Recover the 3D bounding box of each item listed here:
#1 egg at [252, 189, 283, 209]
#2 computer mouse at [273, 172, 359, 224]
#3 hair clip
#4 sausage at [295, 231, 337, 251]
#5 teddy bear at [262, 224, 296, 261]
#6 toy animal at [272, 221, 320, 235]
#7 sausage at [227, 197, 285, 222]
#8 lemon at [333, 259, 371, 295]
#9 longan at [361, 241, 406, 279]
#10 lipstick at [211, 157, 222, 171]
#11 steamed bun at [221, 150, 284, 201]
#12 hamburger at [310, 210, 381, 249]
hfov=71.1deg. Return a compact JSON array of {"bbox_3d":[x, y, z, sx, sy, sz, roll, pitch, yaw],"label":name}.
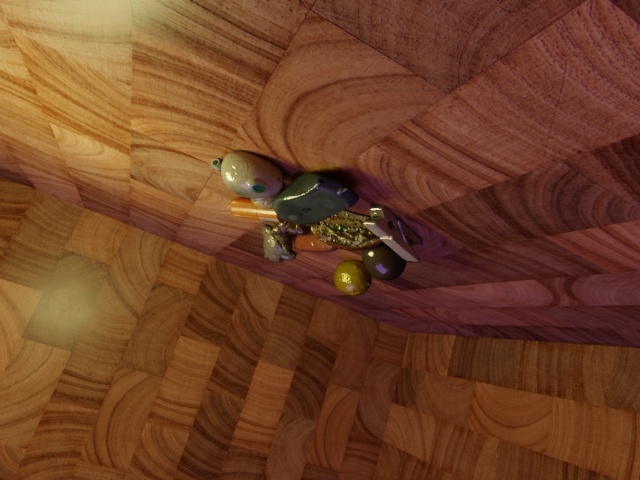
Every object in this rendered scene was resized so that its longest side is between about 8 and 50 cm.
[{"bbox_3d":[-0.207,-0.176,1.727,0.140,0.118,0.116,9,-153,0],"label":"egg"},{"bbox_3d":[-0.021,-0.157,1.564,0.188,0.121,0.371,24,156,-32],"label":"computer mouse"},{"bbox_3d":[0.285,-0.023,1.727,0.085,0.101,0.331,7,160,47],"label":"hair clip"},{"bbox_3d":[0.000,0.000,2.072,0.259,0.113,0.114,1,157,47],"label":"sausage"},{"bbox_3d":[-0.219,0.015,2.286,0.236,0.151,0.267,44,156,9],"label":"teddy bear"},{"bbox_3d":[-0.082,-0.056,1.969,0.256,0.116,0.114,15,165,9],"label":"toy animal"},{"bbox_3d":[-0.290,-0.137,1.969,0.313,0.092,0.093,8,161,32],"label":"sausage"},{"bbox_3d":[0.174,0.200,2.414,0.231,0.192,0.192,15,165,36],"label":"lemon"},{"bbox_3d":[0.270,0.070,1.894,0.198,0.198,0.212,1,125,46],"label":"longan"},{"bbox_3d":[-0.377,-0.273,1.713,0.037,0.037,0.116,13,167,17],"label":"lipstick"},{"bbox_3d":[-0.245,-0.217,1.583,0.228,0.130,0.177,19,162,1],"label":"steamed bun"},{"bbox_3d":[0.109,-0.028,1.809,0.283,0.143,0.156,14,162,9],"label":"hamburger"}]
